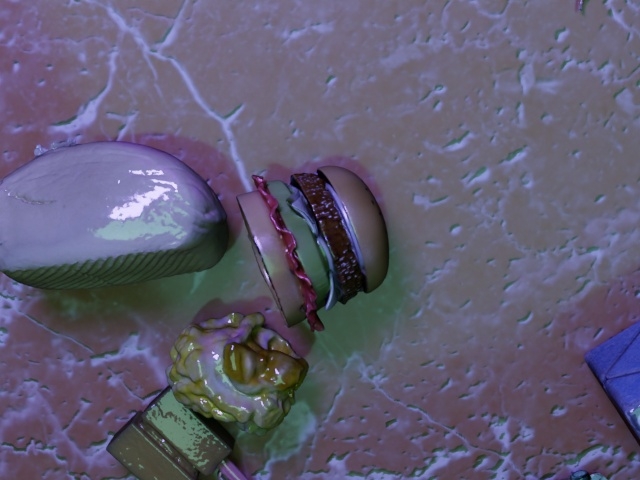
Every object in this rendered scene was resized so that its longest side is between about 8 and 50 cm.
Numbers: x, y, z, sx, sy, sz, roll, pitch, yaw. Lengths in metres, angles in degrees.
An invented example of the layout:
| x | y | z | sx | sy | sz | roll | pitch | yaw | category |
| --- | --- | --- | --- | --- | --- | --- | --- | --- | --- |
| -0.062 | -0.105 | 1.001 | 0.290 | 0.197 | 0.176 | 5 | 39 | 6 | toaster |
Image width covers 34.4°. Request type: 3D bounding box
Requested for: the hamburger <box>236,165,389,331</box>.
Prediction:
| x | y | z | sx | sy | sz | roll | pitch | yaw | category |
| --- | --- | --- | --- | --- | --- | --- | --- | --- | --- |
| -0.001 | -0.003 | 1.061 | 0.137 | 0.175 | 0.175 | -23 | 97 | -7 | hamburger |

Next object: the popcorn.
| x | y | z | sx | sy | sz | roll | pitch | yaw | category |
| --- | --- | --- | --- | --- | --- | --- | --- | --- | --- |
| -0.092 | 0.142 | 1.104 | 0.145 | 0.126 | 0.126 | 36 | 111 | 17 | popcorn |

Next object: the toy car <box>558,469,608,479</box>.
| x | y | z | sx | sy | sz | roll | pitch | yaw | category |
| --- | --- | --- | --- | --- | --- | --- | --- | --- | --- |
| 0.263 | 0.292 | 1.148 | 0.122 | 0.035 | 0.059 | -18 | 97 | -3 | toy car |

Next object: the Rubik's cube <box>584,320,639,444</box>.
| x | y | z | sx | sy | sz | roll | pitch | yaw | category |
| --- | --- | --- | --- | --- | --- | --- | --- | --- | --- |
| 0.419 | 0.169 | 1.035 | 0.205 | 0.205 | 0.207 | -34 | 94 | 8 | Rubik's cube |

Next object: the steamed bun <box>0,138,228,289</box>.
| x | y | z | sx | sy | sz | roll | pitch | yaw | category |
| --- | --- | --- | --- | --- | --- | --- | --- | --- | --- |
| -0.220 | -0.036 | 1.067 | 0.239 | 0.170 | 0.152 | -10 | 79 | 6 | steamed bun |

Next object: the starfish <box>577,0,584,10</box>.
| x | y | z | sx | sy | sz | roll | pitch | yaw | category |
| --- | --- | --- | --- | --- | --- | --- | --- | --- | --- |
| 0.274 | -0.286 | 1.070 | 0.092 | 0.016 | 0.086 | -23 | 95 | 9 | starfish |

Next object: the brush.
| x | y | z | sx | sy | sz | roll | pitch | yaw | category |
| --- | --- | --- | --- | --- | --- | --- | --- | --- | --- |
| -0.120 | 0.273 | 1.161 | 0.103 | 0.047 | 0.233 | -44 | 95 | 6 | brush |
